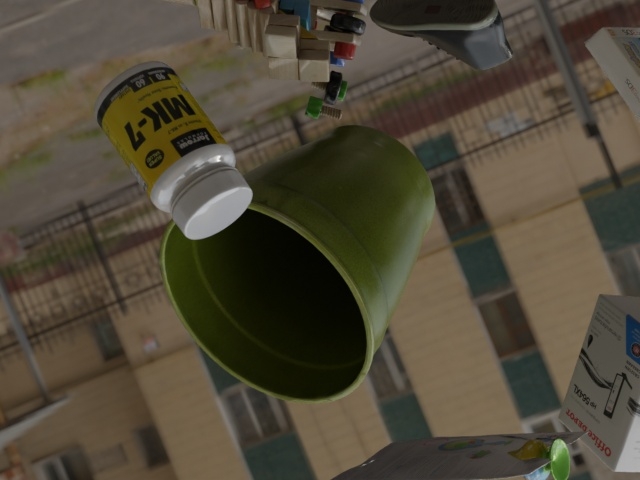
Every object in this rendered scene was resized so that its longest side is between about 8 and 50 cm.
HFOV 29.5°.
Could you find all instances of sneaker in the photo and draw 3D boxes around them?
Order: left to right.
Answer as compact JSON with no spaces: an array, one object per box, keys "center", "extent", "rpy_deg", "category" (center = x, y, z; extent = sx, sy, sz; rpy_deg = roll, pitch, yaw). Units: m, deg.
[{"center":[0.184,-0.319,1.877],"extent":[0.222,0.118,0.083],"rpy_deg":[14,-117,35],"category":"sneaker"}]

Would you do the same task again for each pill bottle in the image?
[{"center":[-0.180,-0.110,1.506],"extent":[0.119,0.208,0.119],"rpy_deg":[-32,160,-13],"category":"pill bottle"}]

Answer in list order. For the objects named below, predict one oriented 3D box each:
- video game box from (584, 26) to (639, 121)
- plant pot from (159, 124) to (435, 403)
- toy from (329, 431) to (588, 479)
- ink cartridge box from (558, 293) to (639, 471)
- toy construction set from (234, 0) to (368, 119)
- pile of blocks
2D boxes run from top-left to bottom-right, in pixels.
[{"center":[0.512,-0.233,1.833],"extent":[0.187,0.205,0.048],"rpy_deg":[-13,155,-46],"category":"video game box"},{"center":[0.000,0.000,1.896],"extent":[0.366,0.366,0.353],"rpy_deg":[-22,-161,44],"category":"plant pot"},{"center":[0.138,0.236,1.215],"extent":[0.237,0.056,0.137],"rpy_deg":[-15,-179,36],"category":"toy"},{"center":[0.423,0.196,1.667],"extent":[0.086,0.203,0.148],"rpy_deg":[5,-160,-24],"category":"ink cartridge box"},{"center":[-0.039,-0.406,2.039],"extent":[0.237,0.308,0.257],"rpy_deg":[14,-151,-5],"category":"toy construction set"},{"center":[-0.107,-0.359,1.704],"extent":[0.149,0.362,0.112],"rpy_deg":[-41,152,-26],"category":"pile of blocks"}]
